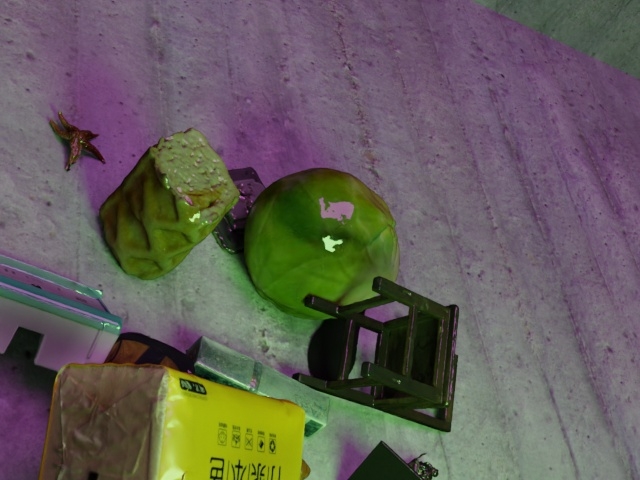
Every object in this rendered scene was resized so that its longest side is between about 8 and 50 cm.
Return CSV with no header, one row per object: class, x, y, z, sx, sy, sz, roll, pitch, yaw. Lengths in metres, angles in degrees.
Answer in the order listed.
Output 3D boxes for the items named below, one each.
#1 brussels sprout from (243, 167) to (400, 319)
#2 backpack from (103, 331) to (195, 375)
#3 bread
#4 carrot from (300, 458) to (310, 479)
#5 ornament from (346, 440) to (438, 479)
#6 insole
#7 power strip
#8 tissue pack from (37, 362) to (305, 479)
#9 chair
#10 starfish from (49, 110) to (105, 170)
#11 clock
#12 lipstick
brussels sprout,0.000,0.000,2.025,0.344,0.344,0.268,13,21,-33
backpack,-0.310,0.246,1.640,0.206,0.133,0.258,32,33,0
bread,-0.288,-0.071,1.843,0.196,0.252,0.238,41,36,-5
carrot,-0.116,0.379,1.747,0.216,0.048,0.048,27,41,-12
ornament,0.157,0.452,1.850,0.153,0.166,0.196,43,24,12
insole,0.041,0.195,2.077,0.109,0.007,0.322,36,39,-12
power strip,-0.164,-0.081,2.108,0.213,0.064,0.198,-18,70,-49
tissue pack,-0.199,0.346,1.390,0.382,0.228,0.293,33,59,-59
chair,0.187,0.239,1.914,0.416,0.240,0.203,22,63,-31
starfish,-0.484,-0.192,1.952,0.133,0.041,0.130,25,43,-22
clock,-0.476,0.112,1.584,0.262,0.116,0.231,24,1,-24
lipstick,-0.115,0.275,1.811,0.289,0.077,0.076,28,41,-20
